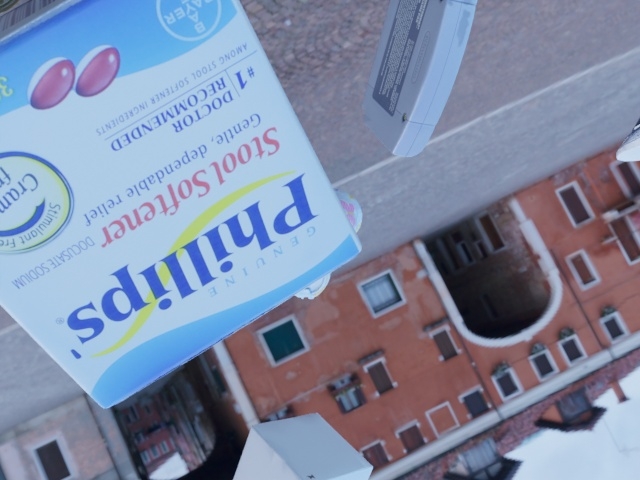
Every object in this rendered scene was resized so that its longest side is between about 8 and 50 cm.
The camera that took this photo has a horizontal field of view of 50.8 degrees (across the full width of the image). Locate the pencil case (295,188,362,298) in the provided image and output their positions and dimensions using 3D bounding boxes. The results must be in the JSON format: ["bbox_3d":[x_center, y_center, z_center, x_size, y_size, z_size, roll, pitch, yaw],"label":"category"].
[{"bbox_3d":[0.000,0.000,1.318,0.113,0.124,0.273,-18,-159,27],"label":"pencil case"}]

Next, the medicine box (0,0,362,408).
[{"bbox_3d":[-0.150,-0.057,0.552,0.263,0.289,0.149,-32,-147,-4],"label":"medicine box"}]

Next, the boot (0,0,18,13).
[{"bbox_3d":[-0.567,-0.425,1.133,0.152,0.197,0.073,-17,141,30],"label":"boot"}]

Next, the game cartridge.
[{"bbox_3d":[0.146,-0.288,1.016,0.062,0.198,0.297,3,119,-24],"label":"game cartridge"}]

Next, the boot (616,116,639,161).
[{"bbox_3d":[0.653,-0.224,1.333,0.069,0.086,0.190,7,166,-7],"label":"boot"}]

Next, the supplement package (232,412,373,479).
[{"bbox_3d":[-0.059,0.507,1.277,0.175,0.177,0.293,3,113,-44],"label":"supplement package"}]
